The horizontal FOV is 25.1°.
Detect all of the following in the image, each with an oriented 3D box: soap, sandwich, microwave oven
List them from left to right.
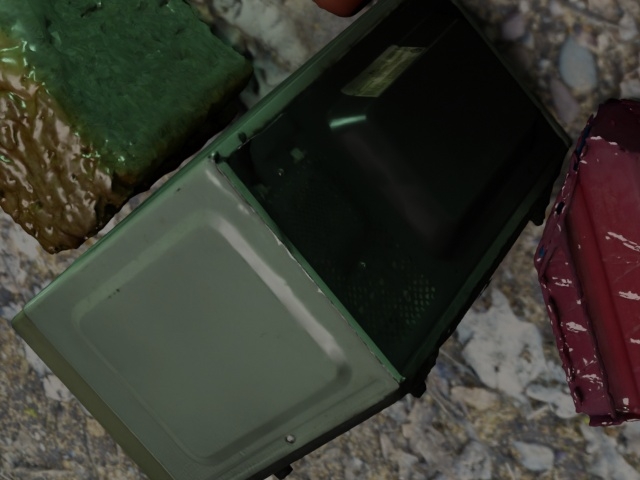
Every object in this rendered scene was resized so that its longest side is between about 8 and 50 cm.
[{"bbox_3d":[-0.231,-0.173,1.155,0.325,0.262,0.131,46,125,-3],"label":"sandwich"},{"bbox_3d":[0.000,0.000,1.071,0.286,0.355,0.218,-34,99,38],"label":"microwave oven"},{"bbox_3d":[0.253,0.016,1.105,0.162,0.099,0.250,-4,117,31],"label":"soap"}]

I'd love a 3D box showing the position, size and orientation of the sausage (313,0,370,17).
[{"bbox_3d":[0.026,-0.214,1.115,0.054,0.059,0.094,49,131,2],"label":"sausage"}]
